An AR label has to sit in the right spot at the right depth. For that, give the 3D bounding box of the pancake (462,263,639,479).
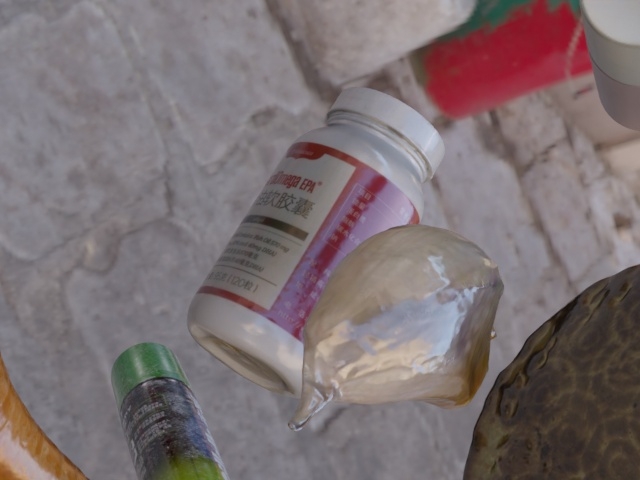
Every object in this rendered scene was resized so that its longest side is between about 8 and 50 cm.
[{"bbox_3d":[0.196,0.129,0.805,0.033,0.288,0.286,29,31,-30],"label":"pancake"}]

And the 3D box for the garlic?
[{"bbox_3d":[0.039,0.032,0.565,0.152,0.066,0.084,10,73,-63],"label":"garlic"}]

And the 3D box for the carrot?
[{"bbox_3d":[-0.158,0.093,0.651,0.066,0.062,0.271,-48,141,-30],"label":"carrot"}]

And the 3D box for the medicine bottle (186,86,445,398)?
[{"bbox_3d":[0.000,0.000,1.134,0.131,0.131,0.250,45,68,-38],"label":"medicine bottle"}]

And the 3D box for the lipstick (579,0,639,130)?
[{"bbox_3d":[0.203,-0.124,0.845,0.254,0.070,0.070,22,56,-75],"label":"lipstick"}]

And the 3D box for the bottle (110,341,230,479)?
[{"bbox_3d":[-0.167,0.223,1.492,0.093,0.093,0.330,53,0,-29],"label":"bottle"}]
